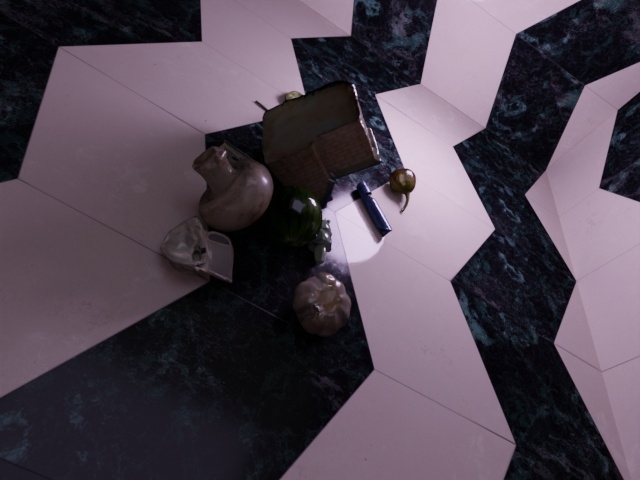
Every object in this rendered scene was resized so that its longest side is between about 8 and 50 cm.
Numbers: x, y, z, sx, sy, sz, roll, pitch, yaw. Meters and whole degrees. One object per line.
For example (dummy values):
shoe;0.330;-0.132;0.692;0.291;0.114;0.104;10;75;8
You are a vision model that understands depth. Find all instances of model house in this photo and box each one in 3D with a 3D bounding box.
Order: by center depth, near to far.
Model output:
model house;0.017;-0.403;1.919;0.400;0.445;0.395;56;18;-45

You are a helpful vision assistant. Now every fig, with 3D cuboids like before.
fig;0.443;-0.266;2.294;0.149;0.149;0.245;10;61;-28

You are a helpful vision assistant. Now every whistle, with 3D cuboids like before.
whistle;0.000;0.000;1.766;0.092;0.110;0.244;52;26;-42
whistle;0.260;-0.155;2.111;0.062;0.062;0.304;-3;57;-37

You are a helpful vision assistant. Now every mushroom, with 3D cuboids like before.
mushroom;-0.327;-0.190;1.536;0.290;0.297;0.297;48;36;-29

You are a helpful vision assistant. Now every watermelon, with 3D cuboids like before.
watermelon;-0.110;-0.093;1.665;0.242;0.242;0.242;19;46;-21

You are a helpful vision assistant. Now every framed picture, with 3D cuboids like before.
framed picture;-0.382;-0.341;1.853;0.195;0.010;0.199;35;42;-5

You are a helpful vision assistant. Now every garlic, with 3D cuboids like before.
garlic;0.002;0.229;1.527;0.227;0.152;0.228;14;63;-30

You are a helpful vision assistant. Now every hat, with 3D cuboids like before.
hat;-0.400;0.057;1.455;0.226;0.164;0.219;57;19;-44

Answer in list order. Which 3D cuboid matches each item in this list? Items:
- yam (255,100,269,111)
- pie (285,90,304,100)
yam;-0.289;-0.679;2.208;0.107;0.014;0.014;39;42;0
pie;-0.113;-0.750;2.373;0.186;0.041;0.187;19;45;-21
